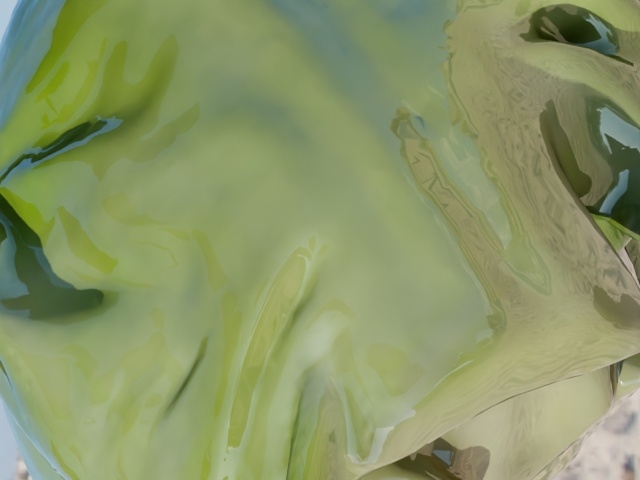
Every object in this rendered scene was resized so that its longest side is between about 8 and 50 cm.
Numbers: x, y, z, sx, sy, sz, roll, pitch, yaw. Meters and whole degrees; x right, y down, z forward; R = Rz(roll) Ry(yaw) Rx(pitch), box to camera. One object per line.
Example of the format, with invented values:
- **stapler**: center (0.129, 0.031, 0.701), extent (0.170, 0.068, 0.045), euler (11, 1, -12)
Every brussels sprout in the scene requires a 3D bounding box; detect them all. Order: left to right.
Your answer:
- **brussels sprout**: center (-0.017, -0.009, 0.547), extent (0.361, 0.342, 0.425), euler (48, 153, 18)
